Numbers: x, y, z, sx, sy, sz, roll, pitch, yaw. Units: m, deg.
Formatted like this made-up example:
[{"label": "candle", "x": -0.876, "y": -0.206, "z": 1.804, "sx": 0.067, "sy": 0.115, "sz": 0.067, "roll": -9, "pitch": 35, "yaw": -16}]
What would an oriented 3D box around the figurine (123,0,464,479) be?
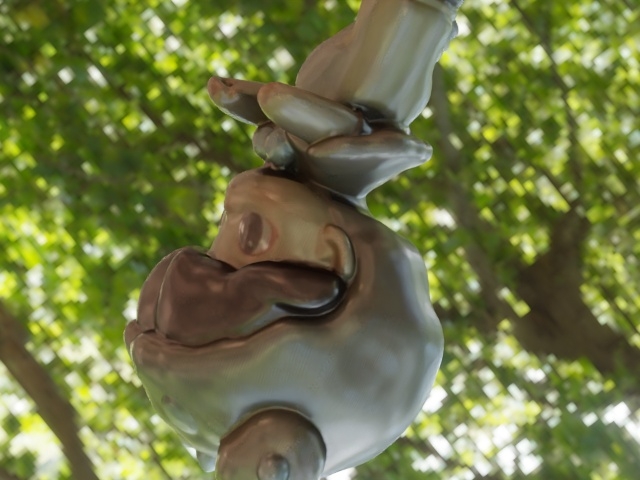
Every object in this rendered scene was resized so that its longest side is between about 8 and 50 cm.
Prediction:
[{"label": "figurine", "x": 0.000, "y": -0.001, "z": 1.105, "sx": 0.248, "sy": 0.203, "sz": 0.380, "roll": 23, "pitch": -87, "yaw": 67}]
